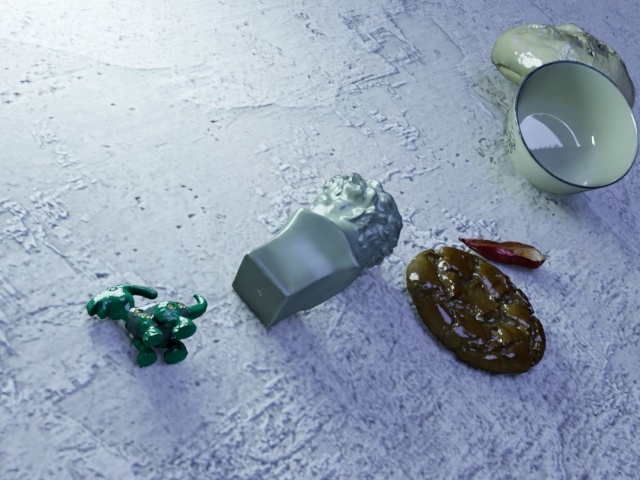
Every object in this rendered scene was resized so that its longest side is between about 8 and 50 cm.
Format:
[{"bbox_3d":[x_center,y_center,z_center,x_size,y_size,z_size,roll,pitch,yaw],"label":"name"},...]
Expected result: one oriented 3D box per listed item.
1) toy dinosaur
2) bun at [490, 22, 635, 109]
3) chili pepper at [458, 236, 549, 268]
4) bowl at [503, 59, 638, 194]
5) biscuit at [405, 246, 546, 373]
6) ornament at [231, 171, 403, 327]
[{"bbox_3d":[-0.175,0.078,1.139,0.132,0.059,0.096,-10,49,-37],"label":"toy dinosaur"},{"bbox_3d":[0.469,-0.326,2.033,0.287,0.146,0.287,29,7,-4],"label":"bun"},{"bbox_3d":[0.276,0.018,1.626,0.178,0.027,0.045,10,37,-33],"label":"chili pepper"},{"bbox_3d":[0.414,-0.177,1.856,0.237,0.126,0.238,7,68,-17],"label":"bowl"},{"bbox_3d":[0.216,0.092,1.473,0.225,0.042,0.226,24,36,-19],"label":"biscuit"},{"bbox_3d":[0.010,0.008,1.325,0.130,0.120,0.285,40,35,3],"label":"ornament"}]
